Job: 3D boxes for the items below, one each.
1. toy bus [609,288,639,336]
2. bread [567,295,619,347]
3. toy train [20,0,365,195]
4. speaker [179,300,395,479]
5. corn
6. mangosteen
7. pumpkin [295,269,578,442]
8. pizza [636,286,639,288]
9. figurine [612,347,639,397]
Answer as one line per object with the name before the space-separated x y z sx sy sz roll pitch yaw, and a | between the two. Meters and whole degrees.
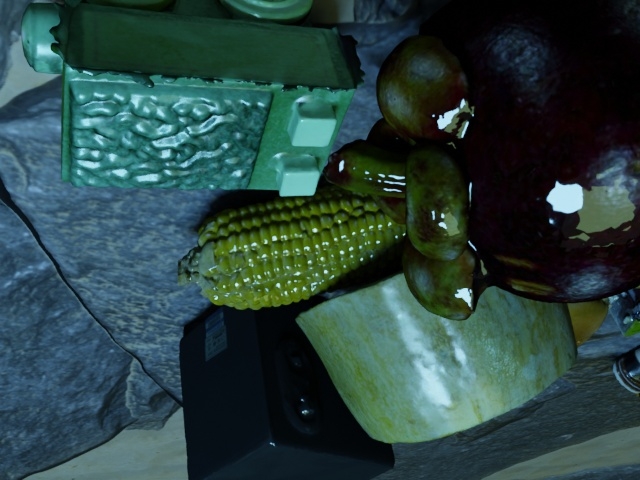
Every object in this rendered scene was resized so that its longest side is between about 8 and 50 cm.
toy bus | 0.519 0.015 1.117 0.139 0.113 0.302 -8 143 -13
bread | 0.340 0.138 1.227 0.136 0.107 0.241 3 142 -25
toy train | -0.105 -0.140 0.651 0.271 0.188 0.159 0 143 -20
speaker | -0.049 0.210 1.080 0.232 0.254 0.184 25 131 -39
corn | 0.000 0.000 0.923 0.346 0.130 0.130 -13 144 -8
mangosteen | 0.178 -0.083 0.701 0.346 0.307 0.307 -20 145 -8
pumpkin | 0.150 0.122 0.965 0.332 0.199 0.332 -18 171 -3
pizza | 0.398 0.024 0.941 0.251 0.287 0.074 31 93 -32
figurine | 0.745 0.278 1.461 0.323 0.196 0.320 28 171 -32
